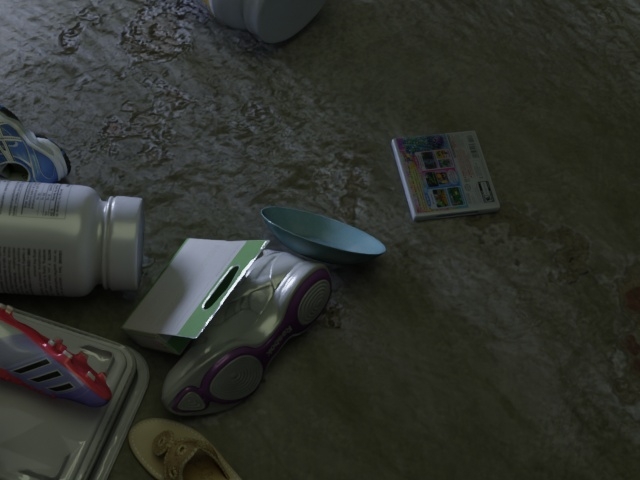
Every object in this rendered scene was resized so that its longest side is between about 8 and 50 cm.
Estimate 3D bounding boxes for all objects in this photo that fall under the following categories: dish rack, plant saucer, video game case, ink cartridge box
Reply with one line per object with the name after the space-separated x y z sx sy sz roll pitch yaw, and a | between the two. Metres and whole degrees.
-0.424 0.212 1.595 0.333 0.072 0.285 17 57 6 | dish rack
0.000 0.000 1.757 0.195 0.037 0.195 16 12 -4 | plant saucer
0.200 -0.106 1.909 0.143 0.019 0.157 -7 59 -11 | video game case
-0.160 0.075 1.617 0.056 0.235 0.171 47 67 -27 | ink cartridge box

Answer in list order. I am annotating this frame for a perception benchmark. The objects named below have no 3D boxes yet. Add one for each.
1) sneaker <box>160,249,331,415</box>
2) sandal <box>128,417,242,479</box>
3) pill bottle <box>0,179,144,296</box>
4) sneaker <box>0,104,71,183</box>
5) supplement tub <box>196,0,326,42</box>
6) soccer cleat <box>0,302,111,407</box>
-0.123 0.128 1.683 0.152 0.114 0.305 27 56 36 | sneaker
-0.156 0.300 1.561 0.240 0.079 0.088 39 61 18 | sandal
-0.397 -0.002 1.684 0.283 0.160 0.160 4 56 -4 | pill bottle
-0.487 -0.145 1.816 0.211 0.080 0.081 29 55 14 | sneaker
-0.151 -0.508 1.999 0.331 0.241 0.241 40 61 19 | supplement tub
-0.385 0.159 1.556 0.248 0.083 0.095 33 88 10 | soccer cleat
